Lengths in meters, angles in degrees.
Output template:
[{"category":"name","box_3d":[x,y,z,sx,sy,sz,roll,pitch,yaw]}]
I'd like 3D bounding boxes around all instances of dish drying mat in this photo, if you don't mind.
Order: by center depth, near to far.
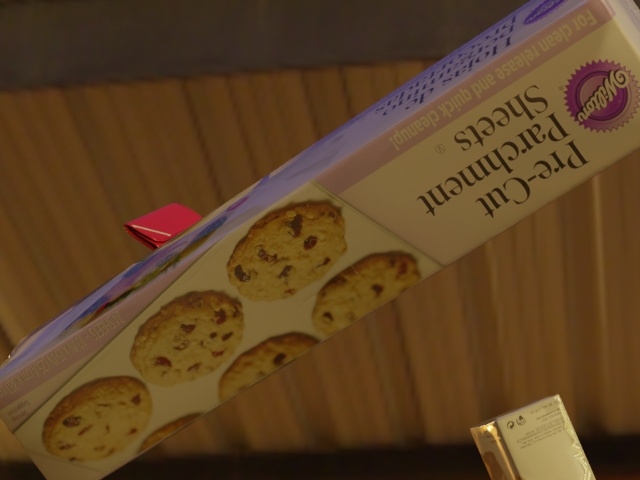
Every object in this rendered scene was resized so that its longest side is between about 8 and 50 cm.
[{"category":"dish drying mat","box_3d":[-0.107,-0.011,1.353,0.032,0.083,0.008,31,-68,12]}]

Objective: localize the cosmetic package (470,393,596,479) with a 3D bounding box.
[{"category":"cosmetic package","box_3d":[0.128,0.146,1.055,0.041,0.115,0.060,-22,-7,-13]}]

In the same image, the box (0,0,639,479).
[{"category":"box","box_3d":[0.000,0.000,0.813,0.324,0.063,0.067,-32,-77,20]}]
